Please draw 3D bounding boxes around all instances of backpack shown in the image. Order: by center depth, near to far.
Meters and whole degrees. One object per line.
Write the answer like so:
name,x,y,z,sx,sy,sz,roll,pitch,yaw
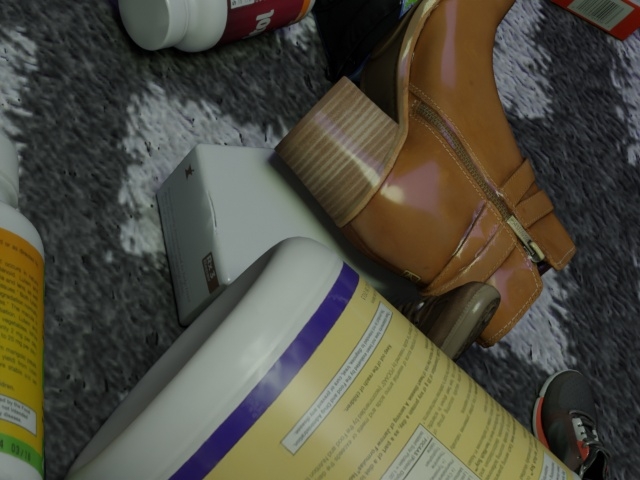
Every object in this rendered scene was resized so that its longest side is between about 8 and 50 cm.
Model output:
backpack,0.057,-0.194,1.390,0.084,0.114,0.105,1,62,-33

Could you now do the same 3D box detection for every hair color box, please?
hair color box,0.283,-0.289,1.640,0.093,0.053,0.167,25,51,-19

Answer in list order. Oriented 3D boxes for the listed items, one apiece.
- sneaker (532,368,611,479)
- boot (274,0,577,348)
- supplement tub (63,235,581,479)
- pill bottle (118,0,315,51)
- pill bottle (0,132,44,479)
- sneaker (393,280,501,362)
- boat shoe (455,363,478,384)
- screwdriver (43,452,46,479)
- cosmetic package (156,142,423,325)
sneaker,0.208,0.168,1.310,0.061,0.065,0.158,21,54,-23
boot,0.123,-0.075,1.251,0.220,0.109,0.283,44,52,-3
supplement tub,0.028,0.186,1.062,0.331,0.241,0.241,43,48,-5
pill bottle,-0.082,-0.198,1.318,0.152,0.086,0.086,-22,77,-39
pill bottle,-0.239,0.052,1.030,0.136,0.136,0.245,12,58,-28
sneaker,0.058,0.077,1.182,0.071,0.188,0.066,41,48,7
boat shoe,0.107,0.161,1.255,0.048,0.056,0.153,-17,81,-44
screwdriver,-0.205,0.089,1.114,0.025,0.024,0.170,-13,62,-8
cosmetic package,0.000,0.000,1.260,0.231,0.085,0.117,3,62,-31
